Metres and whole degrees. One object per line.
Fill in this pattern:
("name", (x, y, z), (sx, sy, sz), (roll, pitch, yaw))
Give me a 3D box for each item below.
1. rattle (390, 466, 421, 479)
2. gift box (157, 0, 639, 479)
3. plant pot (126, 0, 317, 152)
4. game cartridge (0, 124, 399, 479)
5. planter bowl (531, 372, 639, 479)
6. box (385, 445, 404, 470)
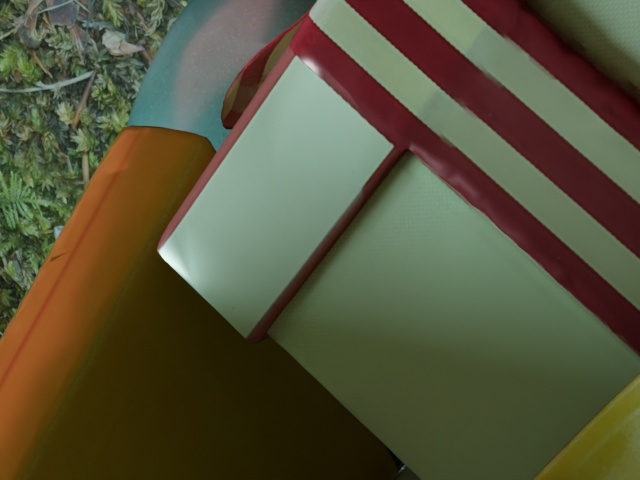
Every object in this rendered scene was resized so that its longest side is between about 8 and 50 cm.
("rattle", (0.069, 0.198, 0.619), (0.199, 0.130, 0.142), (-78, 6, -50))
("gift box", (0.122, -0.039, 0.473), (0.255, 0.258, 0.276), (-51, -9, 25))
("plant pot", (0.000, 0.000, 0.753), (0.196, 0.293, 0.293), (-55, -6, -23))
("game cartridge", (-0.063, 0.161, 0.541), (0.285, 0.053, 0.323), (-65, -32, -28))
("planter bowl", (0.049, 0.108, 0.239), (0.217, 0.090, 0.217), (-46, -9, -9))
("box", (-0.089, 0.139, 0.987), (0.079, 0.257, 0.322), (-40, -11, -44))
